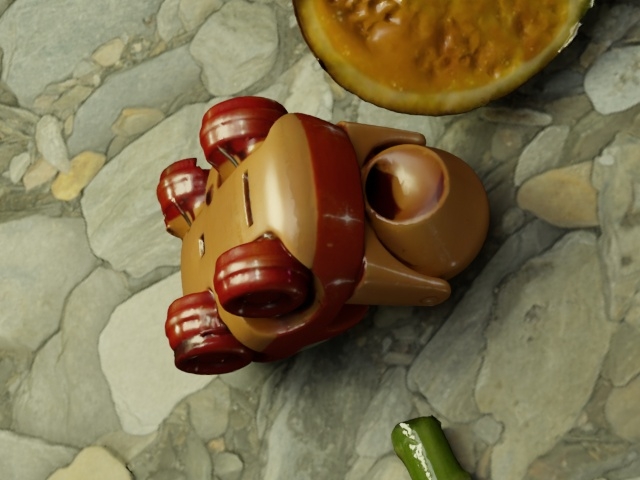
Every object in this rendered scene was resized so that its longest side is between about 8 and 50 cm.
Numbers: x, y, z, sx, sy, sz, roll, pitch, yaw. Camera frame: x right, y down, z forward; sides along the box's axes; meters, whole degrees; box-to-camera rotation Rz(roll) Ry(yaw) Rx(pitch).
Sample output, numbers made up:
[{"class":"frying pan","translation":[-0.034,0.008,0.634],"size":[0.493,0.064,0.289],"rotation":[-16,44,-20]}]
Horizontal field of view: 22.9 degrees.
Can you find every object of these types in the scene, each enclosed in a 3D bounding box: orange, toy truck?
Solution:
[{"class":"orange","translation":[0.113,-0.261,1.317],"size":[0.274,0.274,0.310],"rotation":[8,67,28]},{"class":"toy truck","translation":[0.000,0.000,1.333],"size":[0.265,0.239,0.189],"rotation":[136,133,-55]}]

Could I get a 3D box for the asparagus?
[{"class":"asparagus","translation":[0.110,0.223,1.262],"size":[0.045,0.041,0.178],"rotation":[-10,58,-27]}]
